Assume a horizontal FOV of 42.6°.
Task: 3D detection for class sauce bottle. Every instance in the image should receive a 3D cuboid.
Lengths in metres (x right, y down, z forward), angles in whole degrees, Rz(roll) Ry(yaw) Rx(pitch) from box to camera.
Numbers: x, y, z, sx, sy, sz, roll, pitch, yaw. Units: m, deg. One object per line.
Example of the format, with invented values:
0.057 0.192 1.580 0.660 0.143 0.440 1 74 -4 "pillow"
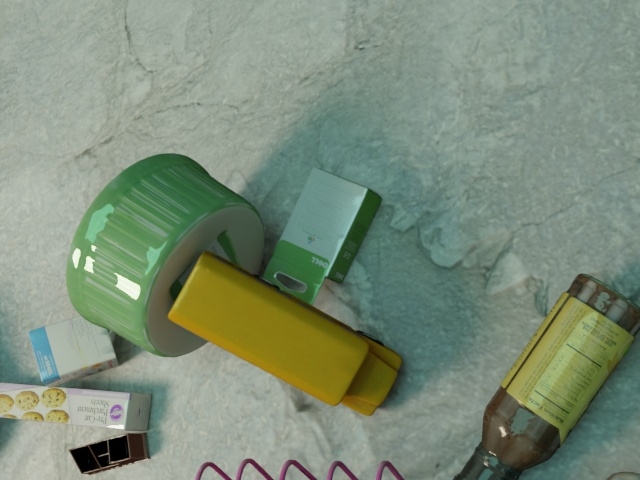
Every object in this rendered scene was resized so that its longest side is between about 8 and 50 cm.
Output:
0.290 0.210 1.086 0.111 0.111 0.344 37 95 28 "sauce bottle"

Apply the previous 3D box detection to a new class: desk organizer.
-0.360 0.362 1.390 0.130 0.050 0.047 -19 69 20 "desk organizer"

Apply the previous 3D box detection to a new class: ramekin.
-0.224 0.032 1.270 0.148 0.303 0.303 28 90 27 "ramekin"

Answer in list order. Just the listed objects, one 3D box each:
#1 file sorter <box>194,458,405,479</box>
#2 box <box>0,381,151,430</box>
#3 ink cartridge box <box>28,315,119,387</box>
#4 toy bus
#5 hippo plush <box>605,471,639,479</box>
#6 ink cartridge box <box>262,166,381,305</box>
-0.024 0.411 1.119 0.290 0.202 0.182 -6 50 23 "file sorter"
-0.448 0.290 1.445 0.324 0.063 0.067 0 77 26 "box"
-0.412 0.184 1.410 0.143 0.092 0.090 -16 76 -15 "ink cartridge box"
-0.044 0.137 1.172 0.332 0.130 0.108 29 89 -6 "toy bus"
0.353 0.423 0.919 0.236 0.294 0.234 46 114 17 "hippo plush"
0.000 0.000 1.305 0.109 0.062 0.209 24 88 29 "ink cartridge box"
